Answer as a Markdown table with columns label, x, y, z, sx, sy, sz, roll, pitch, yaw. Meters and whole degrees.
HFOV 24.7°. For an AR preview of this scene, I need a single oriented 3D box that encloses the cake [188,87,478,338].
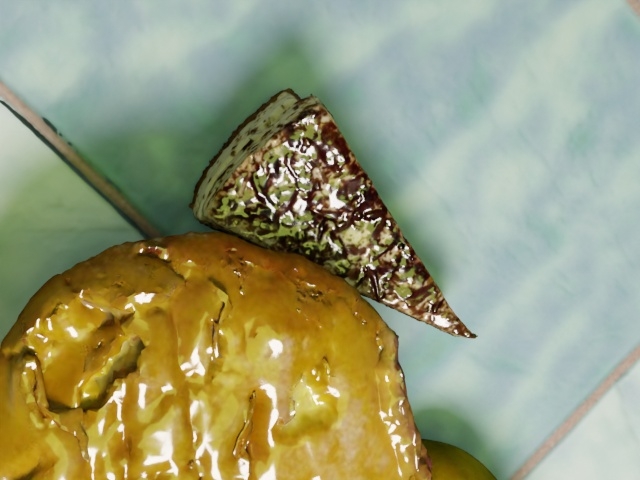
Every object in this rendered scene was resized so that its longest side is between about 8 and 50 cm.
| label | x | y | z | sx | sy | sz | roll | pitch | yaw |
| --- | --- | --- | --- | --- | --- | --- | --- | --- | --- |
| cake | 0.002 | 0.011 | 1.179 | 0.135 | 0.112 | 0.246 | -35 | 109 | -2 |

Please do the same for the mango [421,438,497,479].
| label | x | y | z | sx | sy | sz | roll | pitch | yaw |
| --- | --- | --- | --- | --- | --- | --- | --- | --- | --- |
| mango | 0.125 | 0.297 | 1.222 | 0.139 | 0.175 | 0.254 | -22 | 105 | -20 |

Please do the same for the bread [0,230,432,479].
| label | x | y | z | sx | sy | sz | roll | pitch | yaw |
| --- | --- | --- | --- | --- | --- | --- | --- | --- | --- |
| bread | -0.105 | 0.180 | 1.129 | 0.398 | 0.215 | 0.398 | -3 | 101 | -16 |
